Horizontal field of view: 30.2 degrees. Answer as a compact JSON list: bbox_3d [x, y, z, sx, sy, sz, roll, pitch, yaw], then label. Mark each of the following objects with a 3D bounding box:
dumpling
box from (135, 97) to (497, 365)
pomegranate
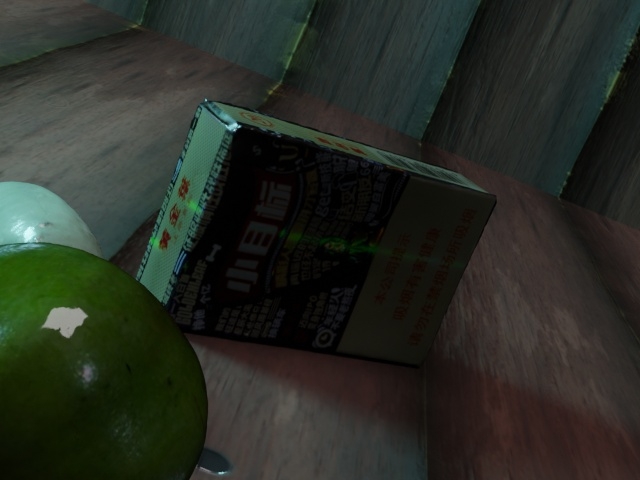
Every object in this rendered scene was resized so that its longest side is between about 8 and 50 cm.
[{"bbox_3d":[-0.220,0.034,0.930,0.104,0.149,0.216,-31,35,-22],"label":"dumpling"},{"bbox_3d":[0.000,0.000,1.135,0.310,0.198,0.084,12,19,-34],"label":"box"},{"bbox_3d":[-0.163,0.108,0.611,0.187,0.187,0.225,23,39,1],"label":"pomegranate"}]
